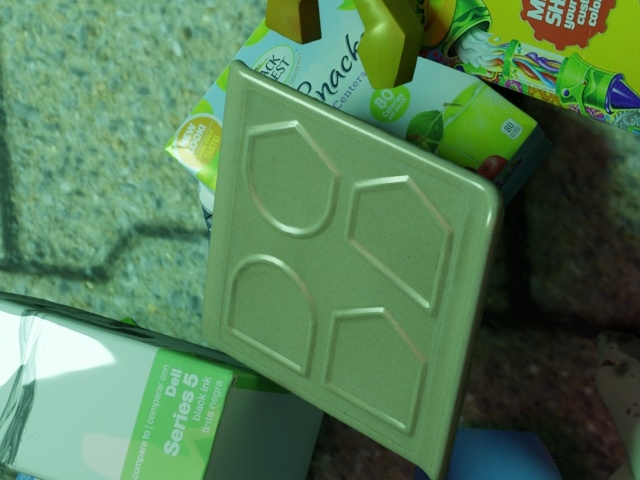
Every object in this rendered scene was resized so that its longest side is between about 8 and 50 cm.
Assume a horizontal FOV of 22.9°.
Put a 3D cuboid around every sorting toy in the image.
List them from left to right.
[{"bbox_3d":[0.022,-0.024,0.978,0.229,0.041,0.307,30,127,32],"label":"sorting toy"}]

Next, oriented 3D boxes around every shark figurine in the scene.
[{"bbox_3d":[0.247,0.204,1.028,0.166,0.116,0.278,-167,76,-68],"label":"shark figurine"}]

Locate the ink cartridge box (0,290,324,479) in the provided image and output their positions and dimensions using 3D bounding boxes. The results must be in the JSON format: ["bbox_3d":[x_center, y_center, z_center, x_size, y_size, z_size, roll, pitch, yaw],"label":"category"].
[{"bbox_3d":[-0.159,0.119,1.168,0.273,0.198,0.115,15,88,21],"label":"ink cartridge box"}]

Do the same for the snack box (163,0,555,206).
[{"bbox_3d":[0.024,-0.064,1.085,0.207,0.070,0.174,39,94,21],"label":"snack box"}]

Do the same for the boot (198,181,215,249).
[{"bbox_3d":[0.000,0.000,1.173,0.190,0.069,0.086,20,143,19],"label":"boot"}]

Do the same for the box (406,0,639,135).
[{"bbox_3d":[0.212,-0.219,0.887,0.279,0.177,0.290,23,114,30],"label":"box"}]

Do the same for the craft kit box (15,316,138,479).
[{"bbox_3d":[-0.143,0.236,1.333,0.246,0.061,0.250,44,123,21],"label":"craft kit box"}]

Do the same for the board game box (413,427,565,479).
[{"bbox_3d":[0.133,0.200,1.136,0.169,0.033,0.133,-6,89,54],"label":"board game box"}]
